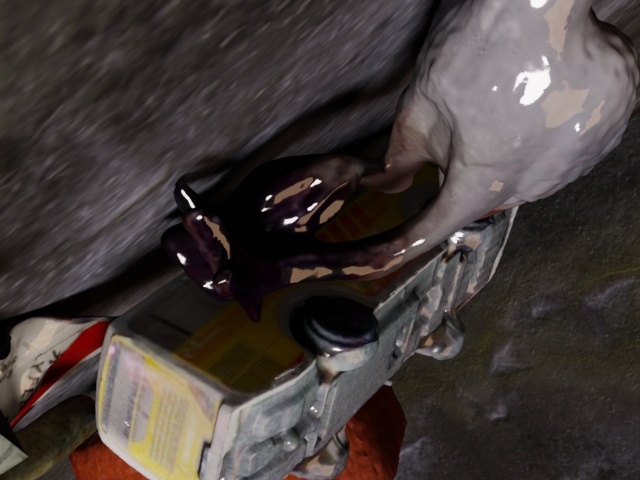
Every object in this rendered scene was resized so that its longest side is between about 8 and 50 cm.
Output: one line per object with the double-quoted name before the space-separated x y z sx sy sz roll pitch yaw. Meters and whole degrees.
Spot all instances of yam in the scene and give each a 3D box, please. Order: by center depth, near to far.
"yam" -0.144 0.107 0.490 0.029 0.027 0.234 -8 -168 19

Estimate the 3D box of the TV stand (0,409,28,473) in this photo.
"TV stand" -0.209 0.116 0.368 0.256 0.040 0.049 -32 160 -9

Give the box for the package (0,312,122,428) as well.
"package" -0.174 0.087 0.504 0.154 0.030 0.239 -42 172 17

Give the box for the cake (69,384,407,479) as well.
"cake" -0.040 0.129 0.847 0.177 0.151 0.283 -26 -178 15

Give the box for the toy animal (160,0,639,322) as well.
"toy animal" 0.077 -0.068 0.503 0.324 0.090 0.195 -43 162 29

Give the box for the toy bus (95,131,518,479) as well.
"toy bus" 0.005 0.031 0.639 0.268 0.106 0.092 -37 149 -47
